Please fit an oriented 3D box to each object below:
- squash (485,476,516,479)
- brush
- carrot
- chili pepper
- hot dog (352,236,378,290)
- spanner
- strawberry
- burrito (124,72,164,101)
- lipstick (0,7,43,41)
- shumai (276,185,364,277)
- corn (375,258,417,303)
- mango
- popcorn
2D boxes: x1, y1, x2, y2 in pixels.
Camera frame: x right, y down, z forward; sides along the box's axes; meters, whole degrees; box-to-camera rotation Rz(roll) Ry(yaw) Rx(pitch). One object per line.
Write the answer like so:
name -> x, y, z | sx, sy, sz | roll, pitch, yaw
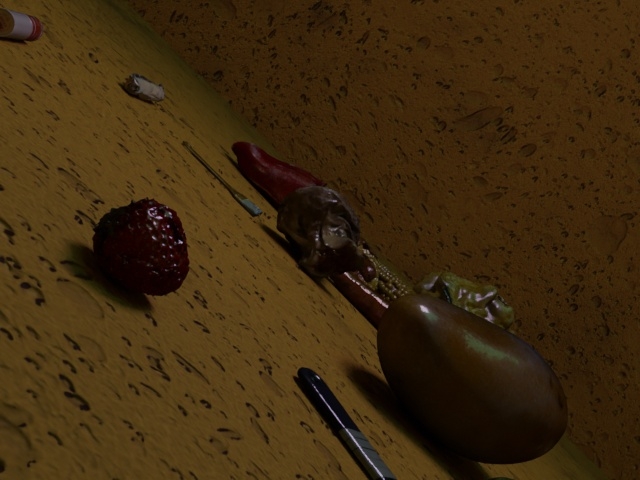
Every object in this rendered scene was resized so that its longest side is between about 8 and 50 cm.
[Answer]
squash -> 0.299, 0.391, 1.134 | 0.331, 0.087, 0.087 | 43, 6, -35
brush -> -0.193, -0.121, 1.667 | 0.205, 0.011, 0.083 | 44, 7, 0
carrot -> 0.084, 0.112, 1.737 | 0.248, 0.059, 0.059 | 42, 6, 6
chili pepper -> -0.112, -0.146, 2.018 | 0.252, 0.136, 0.144 | 35, 50, 4
hot dog -> 0.064, 0.028, 1.907 | 0.123, 0.093, 0.261 | 17, 24, -45
spanner -> 0.064, 0.241, 0.879 | 0.316, 0.024, 0.087 | 49, 13, 33
strawberry -> -0.155, 0.009, 0.757 | 0.096, 0.083, 0.083 | 48, 2, -40
burrito -> -0.350, -0.301, 1.713 | 0.185, 0.041, 0.045 | -7, 94, -83
lipstick -> -0.425, -0.300, 1.204 | 0.038, 0.038, 0.131 | 44, 7, -8
shumai -> 0.000, 0.000, 1.629 | 0.209, 0.161, 0.153 | 91, -7, -56
corn -> 0.150, 0.117, 1.966 | 0.320, 0.097, 0.097 | 45, 6, 28
mango -> 0.218, 0.206, 1.277 | 0.384, 0.199, 0.221 | 39, 7, -34
popcorn -> 0.347, 0.200, 2.155 | 0.252, 0.215, 0.286 | -19, 62, -39
